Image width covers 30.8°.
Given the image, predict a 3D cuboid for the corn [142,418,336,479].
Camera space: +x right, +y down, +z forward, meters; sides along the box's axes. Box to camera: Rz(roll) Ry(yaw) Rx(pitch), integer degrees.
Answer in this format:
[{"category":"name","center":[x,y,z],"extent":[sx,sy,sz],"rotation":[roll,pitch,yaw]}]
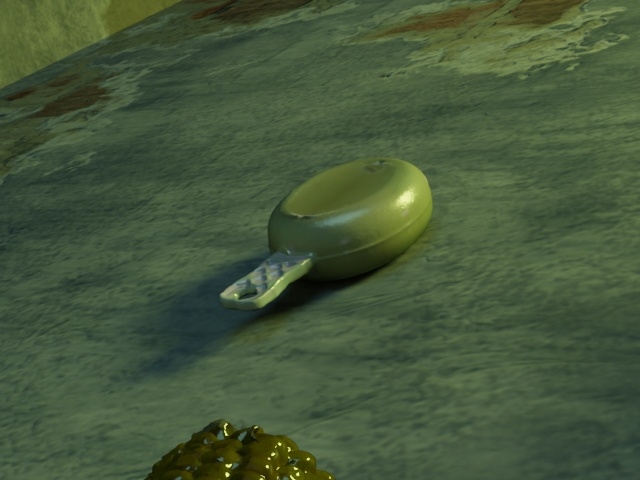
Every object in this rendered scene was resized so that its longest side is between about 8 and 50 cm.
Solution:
[{"category":"corn","center":[-0.066,0.188,0.500],"extent":[0.119,0.119,0.322],"rotation":[-7,23,22]}]

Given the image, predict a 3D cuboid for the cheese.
[{"category":"cheese","center":[0.000,0.000,0.978],"extent":[0.137,0.064,0.227],"rotation":[2,29,42]}]
